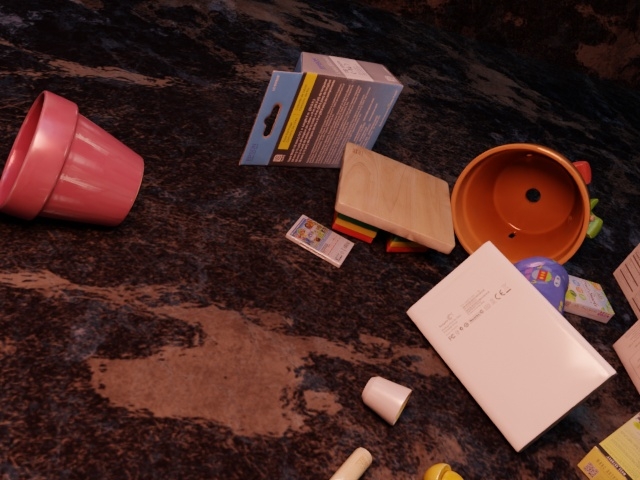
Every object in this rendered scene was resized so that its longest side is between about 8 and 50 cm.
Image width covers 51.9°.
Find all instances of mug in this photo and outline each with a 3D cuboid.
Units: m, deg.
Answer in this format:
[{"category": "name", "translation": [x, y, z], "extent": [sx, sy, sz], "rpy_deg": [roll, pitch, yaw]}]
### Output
[{"category": "mug", "translation": [0.100, 0.248, 1.030], "extent": [0.064, 0.078, 0.062], "rpy_deg": [27, 67, 17]}]

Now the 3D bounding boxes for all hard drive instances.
[{"category": "hard drive", "translation": [0.317, 0.174, 1.138], "extent": [0.307, 0.203, 0.040], "rpy_deg": [53, 9, 32]}]

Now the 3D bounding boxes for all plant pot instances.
[{"category": "plant pot", "translation": [0.462, -0.085, 1.486], "extent": [0.291, 0.291, 0.203], "rpy_deg": [36, 28, 14]}, {"category": "plant pot", "translation": [-0.396, -0.112, 1.064], "extent": [0.180, 0.201, 0.201], "rpy_deg": [23, 32, -31]}]

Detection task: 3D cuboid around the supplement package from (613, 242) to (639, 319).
[{"category": "supplement package", "translation": [0.890, 0.127, 1.589], "extent": [0.261, 0.145, 0.204], "rpy_deg": [16, 37, -15]}]

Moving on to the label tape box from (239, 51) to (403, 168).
[{"category": "label tape box", "translation": [-0.015, -0.284, 1.459], "extent": [0.333, 0.241, 0.106], "rpy_deg": [-1, 44, -34]}]

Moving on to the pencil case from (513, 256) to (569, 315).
[{"category": "pencil case", "translation": [0.409, 0.140, 1.292], "extent": [0.133, 0.119, 0.306], "rpy_deg": [31, 36, 7]}]

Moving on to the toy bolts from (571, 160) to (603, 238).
[{"category": "toy bolts", "translation": [0.577, -0.087, 1.654], "extent": [0.218, 0.229, 0.158], "rpy_deg": [-40, 35, -25]}]

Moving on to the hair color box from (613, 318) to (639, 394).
[{"category": "hair color box", "translation": [0.721, 0.288, 1.254], "extent": [0.105, 0.174, 0.347], "rpy_deg": [15, 37, -18]}]

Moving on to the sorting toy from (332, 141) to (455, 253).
[{"category": "sorting toy", "translation": [0.150, -0.073, 1.428], "extent": [0.255, 0.089, 0.257], "rpy_deg": [21, 35, -8]}]

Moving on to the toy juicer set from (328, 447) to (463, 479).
[{"category": "toy juicer set", "translation": [0.133, 0.361, 0.867], "extent": [0.328, 0.090, 0.209], "rpy_deg": [26, 35, 0]}]

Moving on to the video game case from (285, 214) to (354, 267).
[{"category": "video game case", "translation": [0.000, 0.000, 1.308], "extent": [0.122, 0.011, 0.087], "rpy_deg": [30, 36, 5]}]

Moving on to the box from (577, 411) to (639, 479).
[{"category": "box", "translation": [0.547, 0.366, 1.147], "extent": [0.232, 0.058, 0.087], "rpy_deg": [-14, 51, -41]}]

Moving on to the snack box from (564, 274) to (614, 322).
[{"category": "snack box", "translation": [0.581, 0.125, 1.490], "extent": [0.141, 0.037, 0.100], "rpy_deg": [17, 37, -13]}]
